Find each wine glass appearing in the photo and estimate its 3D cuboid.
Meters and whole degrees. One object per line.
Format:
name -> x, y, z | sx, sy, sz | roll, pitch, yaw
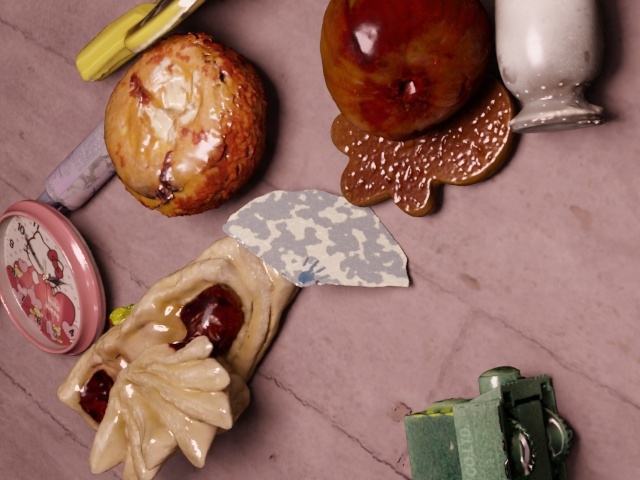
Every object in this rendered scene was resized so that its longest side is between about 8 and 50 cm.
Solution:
wine glass -> 0.237, -0.213, 1.052 | 0.111, 0.111, 0.204 | -6, 90, 34

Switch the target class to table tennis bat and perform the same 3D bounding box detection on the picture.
table tennis bat -> -0.208, -0.304, 1.328 | 0.368, 0.224, 0.054 | -24, 119, 42

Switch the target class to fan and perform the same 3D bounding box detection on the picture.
fan -> 0.000, 0.000, 1.224 | 0.240, 0.009, 0.131 | 18, 69, 12

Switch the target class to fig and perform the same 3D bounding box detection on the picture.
fig -> 0.056, -0.247, 1.115 | 0.190, 0.190, 0.290 | -51, 57, 23

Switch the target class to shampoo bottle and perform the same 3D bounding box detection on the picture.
shampoo bottle -> -0.339, -0.102, 1.467 | 0.214, 0.072, 0.072 | -40, 69, 26

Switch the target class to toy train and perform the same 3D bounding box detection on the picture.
toy train -> 0.181, 0.303, 1.081 | 0.178, 0.138, 0.330 | -13, 82, 38

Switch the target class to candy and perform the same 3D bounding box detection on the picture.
candy -> -0.251, 0.089, 1.438 | 0.123, 0.035, 0.035 | -38, 58, 18

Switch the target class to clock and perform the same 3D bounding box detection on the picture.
clock -> -0.402, 0.057, 1.496 | 0.244, 0.056, 0.244 | 19, 120, 36

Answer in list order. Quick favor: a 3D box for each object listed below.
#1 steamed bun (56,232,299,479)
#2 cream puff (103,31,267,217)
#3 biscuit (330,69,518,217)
steamed bun -> -0.189, 0.177, 1.305 | 0.428, 0.189, 0.247 | -39, 77, 27
cream puff -> -0.166, -0.142, 1.296 | 0.240, 0.164, 0.240 | -7, 74, 24
biscuit -> 0.119, -0.119, 1.175 | 0.236, 0.039, 0.180 | -15, 77, 33
